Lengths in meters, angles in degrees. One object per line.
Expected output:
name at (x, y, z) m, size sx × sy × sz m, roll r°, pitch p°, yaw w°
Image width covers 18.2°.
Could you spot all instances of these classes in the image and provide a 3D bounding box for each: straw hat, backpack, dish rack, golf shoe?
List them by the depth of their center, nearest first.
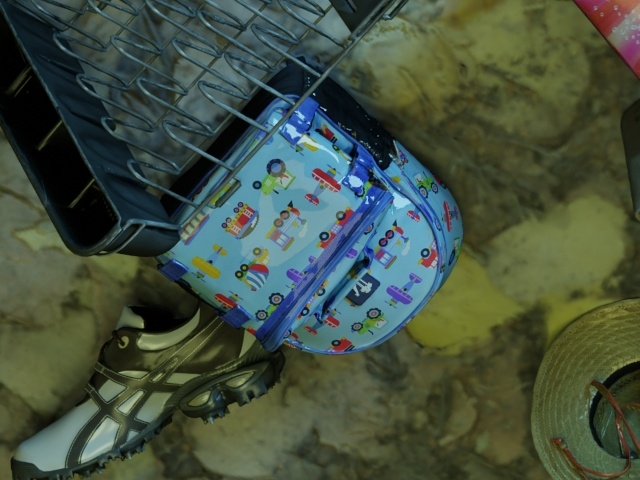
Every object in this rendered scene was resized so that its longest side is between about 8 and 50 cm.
dish rack at (-0.071, -0.138, 1.152) m, size 0.271 × 0.208 × 0.074 m, roll -45°, pitch 145°, yaw 18°
backpack at (0.000, 0.000, 1.232) m, size 0.173 × 0.117 × 0.158 m, roll 41°, pitch 105°, yaw -13°
straw hat at (0.206, 0.114, 1.283) m, size 0.144 × 0.144 × 0.061 m, roll -17°, pitch 149°, yaw 11°
golf shoe at (-0.125, 0.092, 1.310) m, size 0.198 × 0.077 × 0.094 m, roll -26°, pitch 96°, yaw 7°

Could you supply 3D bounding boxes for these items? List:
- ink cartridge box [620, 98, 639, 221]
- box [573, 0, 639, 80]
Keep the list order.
ink cartridge box at (0.289, -0.085, 1.133) m, size 0.234 × 0.193 × 0.088 m, roll -38°, pitch 103°, yaw 18°
box at (0.258, -0.204, 1.127) m, size 0.257 × 0.122 × 0.128 m, roll -38°, pitch 102°, yaw 17°
